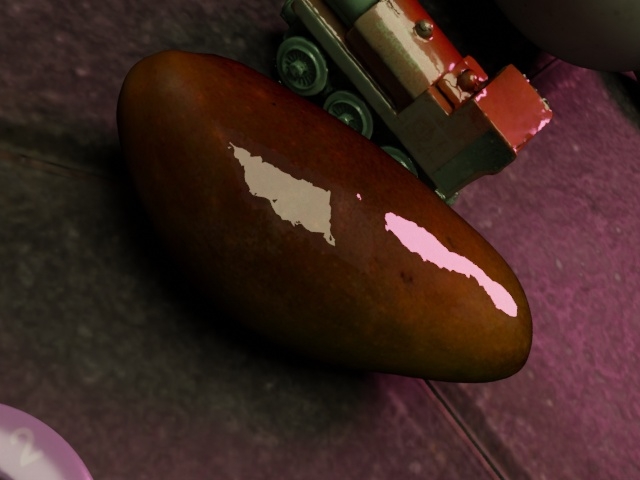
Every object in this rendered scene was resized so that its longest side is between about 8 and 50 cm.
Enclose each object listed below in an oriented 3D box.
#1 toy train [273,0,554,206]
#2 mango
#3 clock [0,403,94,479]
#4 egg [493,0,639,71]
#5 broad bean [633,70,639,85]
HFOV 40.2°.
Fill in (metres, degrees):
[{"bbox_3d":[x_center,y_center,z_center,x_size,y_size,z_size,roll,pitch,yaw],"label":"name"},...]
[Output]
[{"bbox_3d":[0.051,-0.106,0.564,0.176,0.118,0.074,52,48,-2],"label":"toy train"},{"bbox_3d":[0.000,0.000,0.480,0.267,0.111,0.133,34,37,-13],"label":"mango"},{"bbox_3d":[-0.166,0.162,0.319,0.198,0.064,0.172,-24,81,-39],"label":"clock"},{"bbox_3d":[0.225,-0.299,0.705,0.230,0.230,0.371,15,53,-26],"label":"egg"},{"bbox_3d":[0.351,-0.115,0.808,0.213,0.048,0.070,45,51,-9],"label":"broad bean"}]
